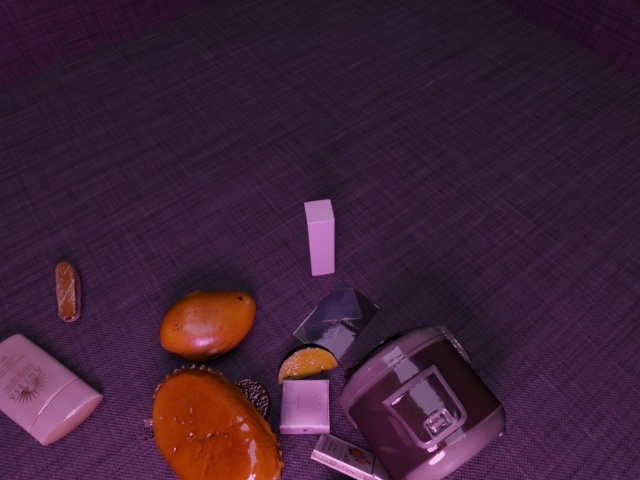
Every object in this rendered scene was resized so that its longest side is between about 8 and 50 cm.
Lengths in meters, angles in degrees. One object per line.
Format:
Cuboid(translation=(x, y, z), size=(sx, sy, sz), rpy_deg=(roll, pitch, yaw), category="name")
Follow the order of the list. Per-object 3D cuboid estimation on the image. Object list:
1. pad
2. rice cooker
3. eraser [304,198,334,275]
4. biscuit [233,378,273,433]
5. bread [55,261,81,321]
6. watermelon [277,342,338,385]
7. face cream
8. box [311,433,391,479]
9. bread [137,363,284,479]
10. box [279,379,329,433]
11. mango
Cuboid(translation=(0.052, 0.246, 1.313), size=(0.164, 0.004, 0.243), rpy_deg=(34, 65, 20), category="pad")
Cuboid(translation=(0.236, 0.385, 1.037), size=(0.336, 0.335, 0.325), rpy_deg=(-28, 62, -16), category="rice cooker")
Cuboid(translation=(0.000, -0.001, 1.295), size=(0.076, 0.298, 0.078), rpy_deg=(-8, 57, -4), category="eraser")
Cuboid(translation=(-0.211, 0.492, 1.142), size=(0.180, 0.039, 0.236), rpy_deg=(3, 58, 8), category="biscuit")
Cuboid(translation=(-0.794, 0.163, 1.350), size=(0.073, 0.053, 0.214), rpy_deg=(-20, 62, -7), category="bread")
Cuboid(translation=(-0.044, 0.338, 1.212), size=(0.182, 0.075, 0.091), rpy_deg=(-14, 63, -7), category="watermelon")
Cuboid(translation=(-0.786, 0.412, 1.176), size=(0.349, 0.081, 0.173), rpy_deg=(27, 62, 17), category="face cream")
Cuboid(translation=(0.082, 0.549, 1.065), size=(0.199, 0.109, 0.029), rpy_deg=(18, 93, 12), category="box")
Cuboid(translation=(-0.256, 0.469, 1.032), size=(0.389, 0.183, 0.236), rpy_deg=(30, 66, 22), category="bread")
Cuboid(translation=(-0.041, 0.446, 1.148), size=(0.130, 0.051, 0.130), rpy_deg=(0, 47, 0), category="box")
Cuboid(translation=(-0.315, 0.244, 1.239), size=(0.291, 0.159, 0.191), rpy_deg=(-23, 54, -24), category="mango")
